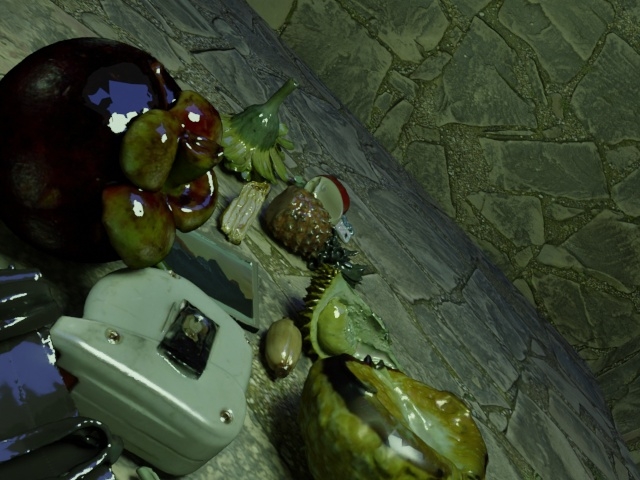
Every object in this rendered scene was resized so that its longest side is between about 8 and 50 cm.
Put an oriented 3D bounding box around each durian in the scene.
[{"bbox_3d":[0.063,0.181,1.083,0.306,0.166,0.172,54,24,-10],"label":"durian"}]

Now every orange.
[{"bbox_3d":[0.110,0.335,0.849,0.368,0.210,0.271,28,7,-41],"label":"orange"}]

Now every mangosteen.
[{"bbox_3d":[-0.278,-0.111,0.723,0.346,0.307,0.307,16,12,23],"label":"mangosteen"}]

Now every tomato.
[{"bbox_3d":[0.041,-0.156,1.666,0.155,0.069,0.155,47,11,-12],"label":"tomato"}]

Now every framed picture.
[{"bbox_3d":[-0.220,0.050,0.980,0.265,0.018,0.192,33,28,-32],"label":"framed picture"}]

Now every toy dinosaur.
[{"bbox_3d":[-0.054,-0.160,1.563,0.212,0.057,0.142,48,11,-2],"label":"toy dinosaur"}]

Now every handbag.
[{"bbox_3d":[-0.321,0.155,0.436,0.256,0.113,0.285,-14,62,-40],"label":"handbag"}]

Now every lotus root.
[{"bbox_3d":[-0.068,0.189,0.967,0.073,0.062,0.150,47,22,-22],"label":"lotus root"}]

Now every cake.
[{"bbox_3d":[-0.187,-0.062,1.195,0.079,0.116,0.185,34,58,-20],"label":"cake"}]

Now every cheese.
[{"bbox_3d":[0.028,-0.079,1.528,0.227,0.064,0.137,55,50,-35],"label":"cheese"}]

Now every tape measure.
[{"bbox_3d":[-0.214,0.153,0.688,0.258,0.130,0.265,38,24,-17],"label":"tape measure"}]

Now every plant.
[{"bbox_3d":[-0.192,-0.300,1.367,0.261,0.297,0.306,15,41,7],"label":"plant"}]

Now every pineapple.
[{"bbox_3d":[0.000,0.000,1.317,0.310,0.141,0.170,44,-3,-28],"label":"pineapple"}]

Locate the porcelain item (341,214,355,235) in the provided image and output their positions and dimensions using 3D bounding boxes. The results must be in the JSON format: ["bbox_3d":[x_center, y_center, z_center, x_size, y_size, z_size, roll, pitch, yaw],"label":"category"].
[{"bbox_3d":[0.082,-0.043,1.650,0.036,0.028,0.083,11,41,-30],"label":"porcelain item"}]

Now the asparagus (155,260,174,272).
[{"bbox_3d":[-0.257,0.047,0.874,0.248,0.025,0.024,49,-18,3],"label":"asparagus"}]

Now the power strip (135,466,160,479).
[{"bbox_3d":[-0.150,0.373,0.545,0.093,0.053,0.288,14,41,-52],"label":"power strip"}]
